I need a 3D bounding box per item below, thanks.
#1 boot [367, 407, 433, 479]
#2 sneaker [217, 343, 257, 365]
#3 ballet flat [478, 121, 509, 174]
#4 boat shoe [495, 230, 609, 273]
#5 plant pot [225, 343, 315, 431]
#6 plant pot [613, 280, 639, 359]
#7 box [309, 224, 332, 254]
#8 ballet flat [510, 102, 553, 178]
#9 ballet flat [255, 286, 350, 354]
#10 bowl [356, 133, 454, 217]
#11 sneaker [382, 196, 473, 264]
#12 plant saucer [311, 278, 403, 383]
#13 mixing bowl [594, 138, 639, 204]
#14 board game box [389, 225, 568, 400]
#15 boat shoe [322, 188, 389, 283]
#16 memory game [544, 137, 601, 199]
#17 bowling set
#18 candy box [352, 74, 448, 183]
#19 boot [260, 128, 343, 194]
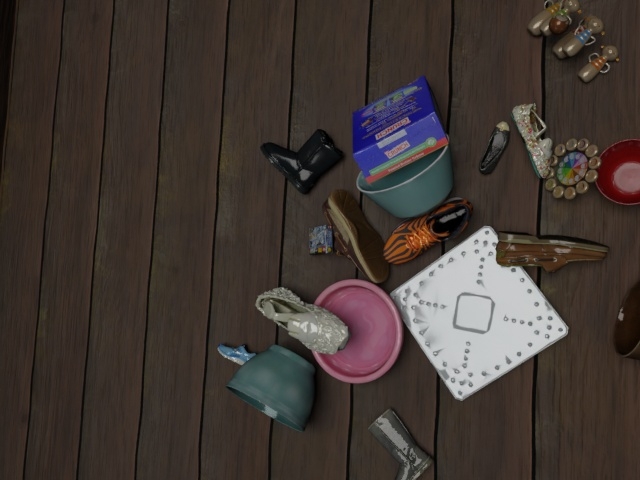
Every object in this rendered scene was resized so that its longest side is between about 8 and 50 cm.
[{"bbox_3d":[0.225,0.665,1.852,0.208,0.076,0.189,43,87,13],"label":"boot"},{"bbox_3d":[-0.292,0.402,2.109,0.162,0.063,0.073,20,75,19],"label":"sneaker"},{"bbox_3d":[0.538,-0.284,1.818,0.058,0.049,0.173,22,94,22],"label":"ballet flat"},{"bbox_3d":[0.661,0.039,1.702,0.308,0.111,0.104,7,99,11],"label":"boat shoe"},{"bbox_3d":[-0.135,0.466,1.932,0.293,0.293,0.196,22,66,23],"label":"plant pot"},{"bbox_3d":[0.932,0.238,1.542,0.231,0.215,0.215,18,92,8],"label":"plant pot"},{"bbox_3d":[0.000,0.000,1.984,0.137,0.027,0.093,172,99,-65],"label":"box"},{"bbox_3d":[0.640,-0.304,1.749,0.077,0.091,0.240,-28,73,34],"label":"ballet flat"},{"bbox_3d":[-0.079,0.260,1.900,0.409,0.147,0.146,21,94,50],"label":"ballet flat"},{"bbox_3d":[0.283,-0.185,1.813,0.312,0.311,0.163,-26,118,19],"label":"bowl"},{"bbox_3d":[0.317,-0.026,1.807,0.321,0.180,0.124,-38,89,16],"label":"sneaker"},{"bbox_3d":[0.119,0.291,1.912,0.332,0.084,0.332,-3,84,29],"label":"plant saucer"},{"bbox_3d":[0.864,-0.183,1.643,0.182,0.098,0.181,-3,84,27],"label":"mixing bowl"},{"bbox_3d":[0.470,0.220,1.802,0.390,0.050,0.390,-38,73,16],"label":"board game box"},{"bbox_3d":[0.106,0.001,1.953,0.123,0.123,0.342,-42,74,46],"label":"boat shoe"},{"bbox_3d":[0.721,-0.207,1.701,0.186,0.012,0.186,-30,53,49],"label":"memory game"},{"bbox_3d":[0.737,-0.612,1.691,0.154,0.200,0.287,-43,75,13],"label":"bowling set"},{"bbox_3d":[0.236,-0.348,1.814,0.268,0.317,0.122,-24,119,19],"label":"candy box"},{"bbox_3d":[-0.063,-0.311,2.045,0.246,0.094,0.207,46,107,12],"label":"boot"}]
